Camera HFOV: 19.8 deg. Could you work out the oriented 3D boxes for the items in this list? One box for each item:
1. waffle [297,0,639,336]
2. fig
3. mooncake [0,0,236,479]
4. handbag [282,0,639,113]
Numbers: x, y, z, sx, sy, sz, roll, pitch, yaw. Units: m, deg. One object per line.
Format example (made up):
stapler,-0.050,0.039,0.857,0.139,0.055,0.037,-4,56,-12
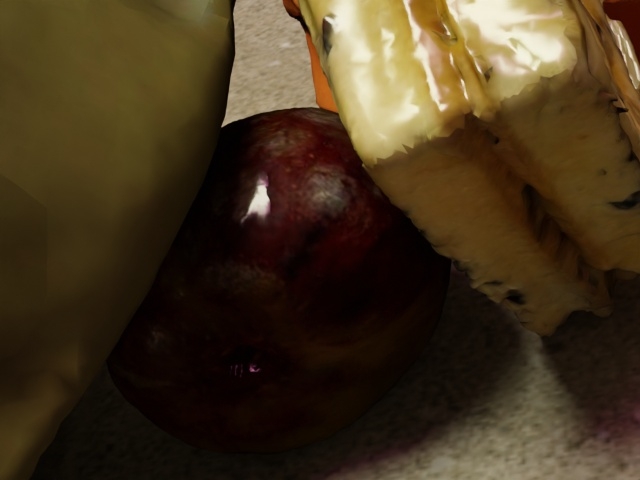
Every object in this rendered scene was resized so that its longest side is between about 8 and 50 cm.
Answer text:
waffle,0.060,-0.159,0.884,0.114,0.261,0.376,-27,60,16
fig,0.002,0.002,0.920,0.145,0.170,0.274,32,28,9
mooncake,-0.263,-0.032,0.860,0.467,0.262,0.467,-41,27,27
handbag,0.201,-0.190,1.118,0.410,0.116,0.303,-2,36,25
